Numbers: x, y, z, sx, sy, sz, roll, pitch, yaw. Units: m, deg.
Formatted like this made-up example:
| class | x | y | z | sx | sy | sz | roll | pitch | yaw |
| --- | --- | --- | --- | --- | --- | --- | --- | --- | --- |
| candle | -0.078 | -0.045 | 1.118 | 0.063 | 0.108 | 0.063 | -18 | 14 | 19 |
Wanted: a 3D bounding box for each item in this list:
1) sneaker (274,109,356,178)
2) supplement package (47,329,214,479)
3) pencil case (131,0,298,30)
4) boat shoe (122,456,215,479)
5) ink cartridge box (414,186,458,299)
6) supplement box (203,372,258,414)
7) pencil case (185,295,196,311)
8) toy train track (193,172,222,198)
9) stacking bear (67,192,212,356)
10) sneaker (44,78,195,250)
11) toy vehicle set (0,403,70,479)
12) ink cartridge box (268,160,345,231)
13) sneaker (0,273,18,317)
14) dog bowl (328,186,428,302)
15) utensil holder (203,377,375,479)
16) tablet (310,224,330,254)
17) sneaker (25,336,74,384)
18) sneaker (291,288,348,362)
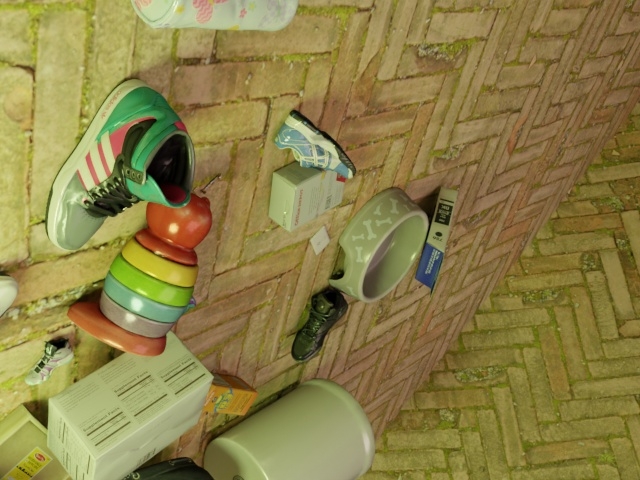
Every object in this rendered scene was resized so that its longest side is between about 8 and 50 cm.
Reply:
| class | x | y | z | sx | sy | sz | roll | pitch | yaw |
| --- | --- | --- | --- | --- | --- | --- | --- | --- | --- |
| sneaker | -0.009 | -0.187 | 1.537 | 0.211 | 0.080 | 0.081 | 34 | 104 | -34 |
| supplement package | -0.361 | 0.325 | 1.392 | 0.262 | 0.145 | 0.204 | -31 | 157 | -38 |
| pencil case | -0.150 | -0.375 | 1.090 | 0.273 | 0.114 | 0.124 | -19 | 126 | -49 |
| boat shoe | -0.456 | 0.603 | 1.678 | 0.500 | 0.156 | 0.186 | 1 | 125 | -45 |
| ink cartridge box | 0.346 | 0.003 | 2.212 | 0.332 | 0.065 | 0.165 | -69 | 173 | -46 |
| supplement box | -0.250 | 0.381 | 1.828 | 0.078 | 0.080 | 0.233 | -57 | 151 | 0 |
| pencil case | -0.320 | 0.151 | 1.467 | 0.152 | 0.065 | 0.070 | -42 | 134 | -23 |
| toy train track | -0.216 | -0.096 | 1.409 | 0.083 | 0.014 | 0.048 | -48 | 152 | -14 |
| stacking bear | -0.290 | 0.043 | 1.305 | 0.175 | 0.164 | 0.288 | 14 | 104 | -62 |
| sneaker | -0.291 | -0.080 | 1.124 | 0.295 | 0.178 | 0.124 | -59 | 153 | 10 |
| toy vehicle set | -0.576 | 0.435 | 1.410 | 0.166 | 0.035 | 0.266 | -43 | 151 | -22 |
| ink cartridge box | -0.027 | -0.116 | 1.624 | 0.175 | 0.072 | 0.127 | -31 | 144 | -38 |
| sneaker | -0.513 | 0.166 | 1.075 | 0.235 | 0.153 | 0.094 | -41 | 152 | -24 |
| dog bowl | 0.174 | 0.025 | 2.078 | 0.349 | 0.102 | 0.348 | -39 | 149 | -29 |
| utensil holder | -0.090 | 0.612 | 2.090 | 0.386 | 0.328 | 0.327 | -20 | 137 | -44 |
| tablet | 0.000 | 0.000 | 1.873 | 0.054 | 0.006 | 0.083 | -47 | 152 | -15 |
| sneaker | -0.484 | 0.206 | 1.300 | 0.098 | 0.038 | 0.069 | -44 | 151 | -40 |
| sneaker | -0.014 | 0.225 | 2.023 | 0.227 | 0.087 | 0.130 | -51 | 151 | -15 |
